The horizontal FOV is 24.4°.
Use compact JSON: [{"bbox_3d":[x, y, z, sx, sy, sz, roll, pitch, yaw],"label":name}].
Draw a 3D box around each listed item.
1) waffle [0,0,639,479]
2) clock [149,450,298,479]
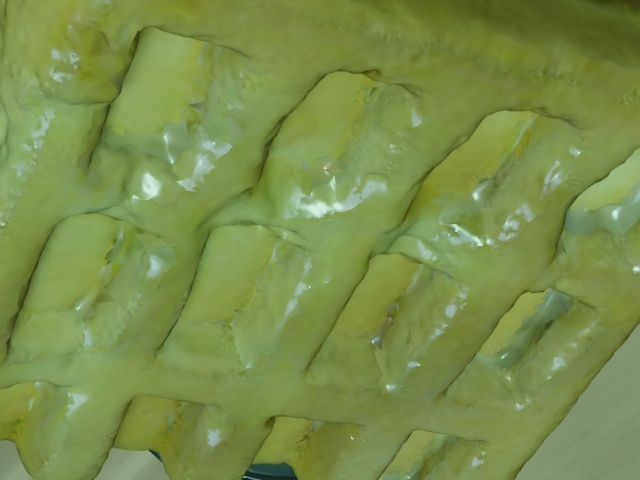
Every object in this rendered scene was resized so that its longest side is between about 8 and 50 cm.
[{"bbox_3d":[0.000,0.000,0.630,0.348,0.077,0.304,10,131,-29],"label":"waffle"},{"bbox_3d":[-0.031,0.078,0.840,0.185,0.040,0.184,9,131,10],"label":"clock"}]
